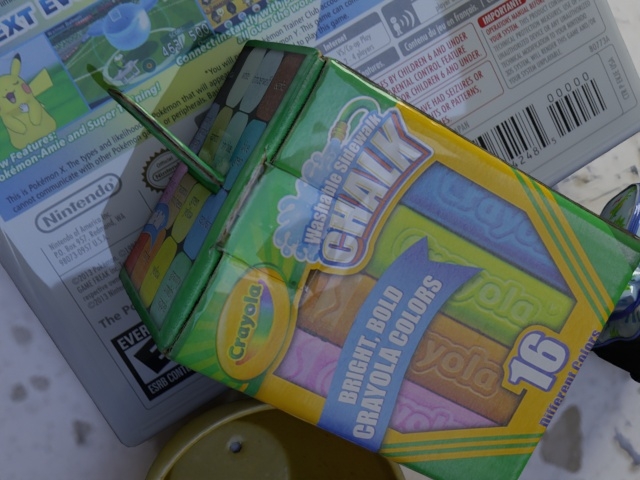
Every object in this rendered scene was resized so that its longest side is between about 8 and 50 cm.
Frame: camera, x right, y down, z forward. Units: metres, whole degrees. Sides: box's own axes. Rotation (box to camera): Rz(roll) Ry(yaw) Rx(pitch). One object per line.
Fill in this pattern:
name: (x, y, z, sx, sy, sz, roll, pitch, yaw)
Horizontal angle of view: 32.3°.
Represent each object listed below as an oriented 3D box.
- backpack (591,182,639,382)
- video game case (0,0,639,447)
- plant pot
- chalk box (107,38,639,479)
backpack: (0.191, 0.013, 0.609, 0.084, 0.105, 0.114, 30, 79, 1)
video game case: (-0.029, -0.105, 0.534, 0.329, 0.036, 0.300, -31, 109, -7)
plant pot: (-0.034, 0.134, 0.550, 0.134, 0.095, 0.134, -2, 97, -18)
chalk box: (0.000, 0.000, 0.476, 0.213, 0.132, 0.132, 27, 93, -19)
